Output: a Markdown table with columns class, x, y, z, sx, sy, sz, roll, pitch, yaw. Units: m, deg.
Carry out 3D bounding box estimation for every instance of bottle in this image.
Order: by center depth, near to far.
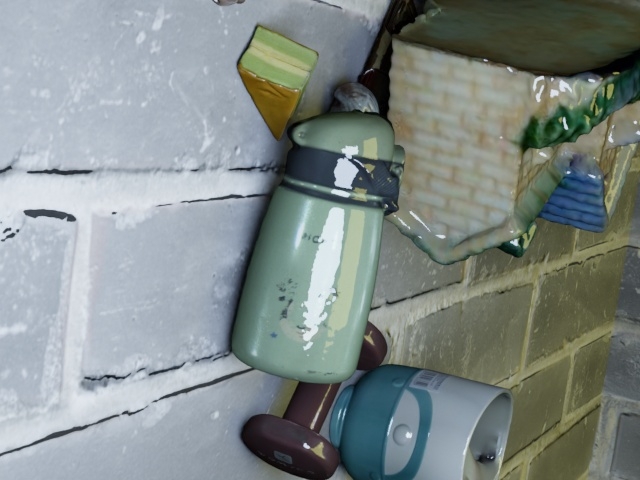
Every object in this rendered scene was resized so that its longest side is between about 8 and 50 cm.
| class | x | y | z | sx | sy | sz | roll | pitch | yaw |
| --- | --- | --- | --- | --- | --- | --- | --- | --- | --- |
| bottle | 0.002 | 0.000 | 1.443 | 0.168 | 0.168 | 0.347 | 2 | 103 | -63 |

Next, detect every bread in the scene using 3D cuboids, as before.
| class | x | y | z | sx | sy | sz | roll | pitch | yaw |
| --- | --- | --- | --- | --- | --- | --- | --- | --- | --- |
| bread | -0.063 | -0.195 | 1.436 | 0.139 | 0.084 | 0.074 | 118 | -4 | -67 |

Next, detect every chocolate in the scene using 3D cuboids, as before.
| class | x | y | z | sx | sy | sz | roll | pitch | yaw |
| --- | --- | --- | --- | --- | --- | --- | --- | --- | --- |
| chocolate | 0.046 | -0.142 | 1.605 | 0.072 | 0.072 | 0.167 | -31 | 127 | -56 |

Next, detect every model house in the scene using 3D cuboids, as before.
| class | x | y | z | sx | sy | sz | roll | pitch | yaw |
| --- | --- | --- | --- | --- | --- | --- | --- | --- | --- |
| model house | 0.309 | -0.154 | 1.750 | 0.445 | 0.395 | 0.400 | -40 | 143 | -53 |

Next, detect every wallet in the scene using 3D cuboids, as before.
| class | x | y | z | sx | sy | sz | roll | pitch | yaw |
| --- | --- | --- | --- | --- | --- | --- | --- | --- | --- |
| wallet | 0.103 | -0.253 | 1.716 | 0.232 | 0.031 | 0.122 | -69 | 154 | -18 |

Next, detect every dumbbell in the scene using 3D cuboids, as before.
| class | x | y | z | sx | sy | sz | roll | pitch | yaw |
| --- | --- | --- | --- | --- | --- | --- | --- | --- | --- |
| dumbbell | -0.006 | 0.209 | 1.572 | 0.124 | 0.140 | 0.225 | 81 | 30 | -58 |

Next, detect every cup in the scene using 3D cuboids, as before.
| class | x | y | z | sx | sy | sz | roll | pitch | yaw |
| --- | --- | --- | --- | --- | --- | --- | --- | --- | --- |
| cup | 0.183 | 0.324 | 1.854 | 0.289 | 0.257 | 0.219 | 23 | 80 | -63 |

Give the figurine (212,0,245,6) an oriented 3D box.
| class | x | y | z | sx | sy | sz | roll | pitch | yaw |
| --- | --- | --- | --- | --- | --- | --- | --- | --- | --- |
| figurine | -0.120 | -0.347 | 1.163 | 0.137 | 0.112 | 0.229 | 63 | 32 | -63 |
